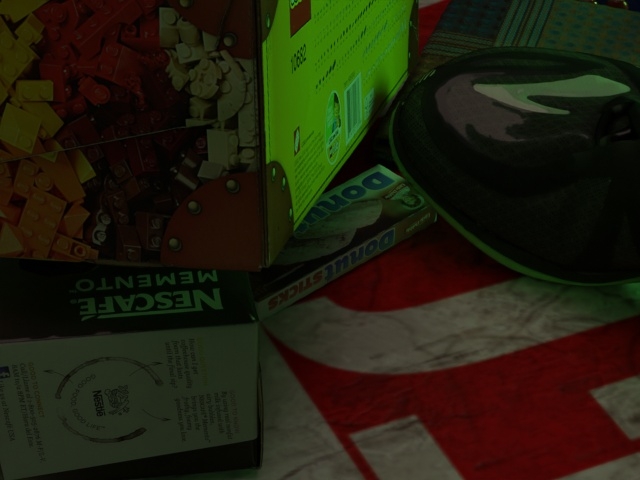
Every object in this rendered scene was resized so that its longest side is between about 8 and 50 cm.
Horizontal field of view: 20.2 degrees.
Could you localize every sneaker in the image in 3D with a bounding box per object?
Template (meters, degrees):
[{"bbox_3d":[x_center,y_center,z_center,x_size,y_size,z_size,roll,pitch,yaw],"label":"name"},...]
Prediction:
[{"bbox_3d":[0.272,-0.047,1.181,0.482,0.202,0.185,17,66,21],"label":"sneaker"}]

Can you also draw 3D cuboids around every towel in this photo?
[{"bbox_3d":[0.253,-0.104,1.417,0.370,0.040,0.271,12,38,15],"label":"towel"}]

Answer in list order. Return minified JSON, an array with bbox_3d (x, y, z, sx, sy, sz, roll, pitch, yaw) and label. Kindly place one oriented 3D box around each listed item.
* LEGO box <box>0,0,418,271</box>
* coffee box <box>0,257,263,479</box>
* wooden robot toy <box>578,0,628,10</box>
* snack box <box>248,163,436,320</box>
[{"bbox_3d":[-0.156,-0.157,1.201,0.372,0.193,0.500,3,19,12],"label":"LEGO box"},{"bbox_3d":[-0.192,0.060,1.109,0.297,0.119,0.168,-4,34,-8],"label":"coffee box"},{"bbox_3d":[0.234,-0.236,1.586,0.173,0.076,0.079,2,2,0],"label":"wooden robot toy"},{"bbox_3d":[0.000,0.000,1.278,0.178,0.022,0.064,-29,45,-34],"label":"snack box"}]
